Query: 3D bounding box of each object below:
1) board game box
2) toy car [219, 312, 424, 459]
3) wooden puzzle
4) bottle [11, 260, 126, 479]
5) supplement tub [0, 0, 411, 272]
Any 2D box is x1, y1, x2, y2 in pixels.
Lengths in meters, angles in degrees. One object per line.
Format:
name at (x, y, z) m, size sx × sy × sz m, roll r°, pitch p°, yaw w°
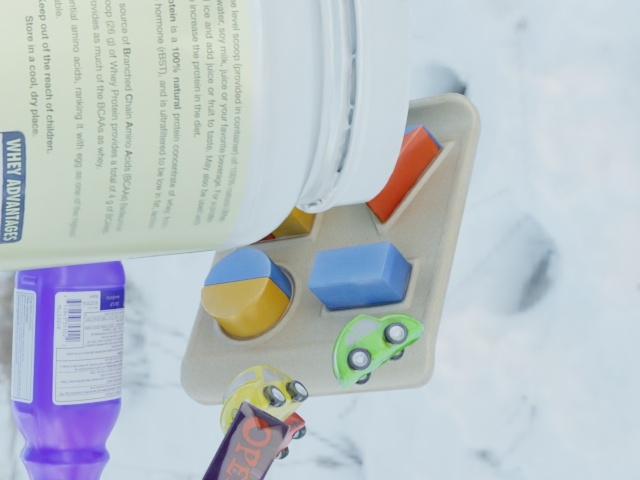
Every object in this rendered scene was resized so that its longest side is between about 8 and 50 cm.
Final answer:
board game box at (-0.132, 0.302, 1.274) m, size 0.347 × 0.056 × 0.208 m, roll -62°, pitch 4°, yaw -22°
toy car at (-0.004, 0.131, 1.602) m, size 0.053 × 0.225 × 0.239 m, roll 53°, pitch 168°, yaw 16°
wooden puzzle at (0.000, 0.000, 1.849) m, size 0.322 × 0.080 × 0.348 m, roll -8°, pitch 57°, yaw 32°
bottle at (-0.263, 0.155, 1.752) m, size 0.092 × 0.118 × 0.283 m, roll 5°, pitch 94°, yaw 39°
supplement tub at (-0.137, -0.103, 0.903) m, size 0.235 × 0.325 × 0.235 m, roll 174°, pitch 90°, yaw -72°
